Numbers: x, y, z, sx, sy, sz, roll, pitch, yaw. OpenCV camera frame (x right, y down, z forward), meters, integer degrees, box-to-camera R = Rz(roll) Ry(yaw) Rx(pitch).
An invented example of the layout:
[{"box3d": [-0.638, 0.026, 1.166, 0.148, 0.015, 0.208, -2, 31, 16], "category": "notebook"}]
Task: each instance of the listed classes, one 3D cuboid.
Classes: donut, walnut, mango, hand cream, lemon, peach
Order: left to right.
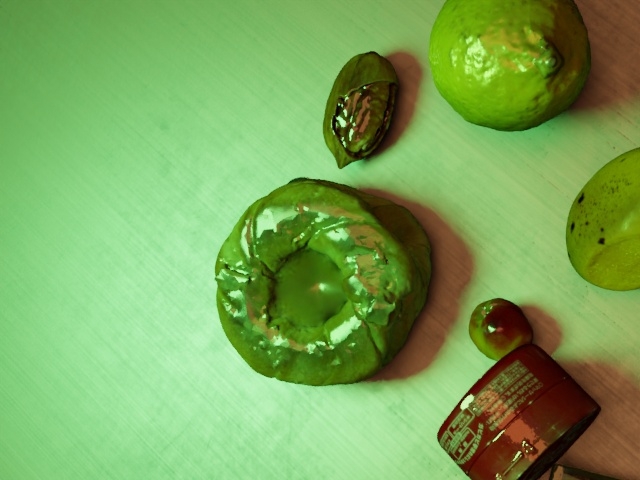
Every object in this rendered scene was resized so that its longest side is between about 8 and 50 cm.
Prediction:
[{"box3d": [0.005, 0.067, 1.953, 0.360, 0.170, 0.360, 2, 95, 17], "category": "donut"}, {"box3d": [0.064, -0.218, 2.005, 0.115, 0.116, 0.207, 20, 90, 20], "category": "walnut"}, {"box3d": [0.288, 0.146, 1.894, 0.100, 0.100, 0.101, -2, 83, 19], "category": "peach"}, {"box3d": [0.292, -0.293, 1.844, 0.253, 0.310, 0.254, -2, 105, -8], "category": "lemon"}, {"box3d": [0.297, 0.278, 1.803, 0.149, 0.230, 0.230, 44, 98, 19], "category": "hand cream"}, {"box3d": [0.478, -0.046, 1.771, 0.159, 0.290, 0.191, 24, 60, -9], "category": "mango"}]

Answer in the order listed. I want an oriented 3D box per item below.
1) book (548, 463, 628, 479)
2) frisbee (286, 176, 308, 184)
[{"box3d": [0.417, 0.500, 1.805, 0.201, 0.026, 0.290, 15, 87, 0], "category": "book"}, {"box3d": [0.000, 0.000, 2.050, 0.187, 0.012, 0.211, 8, 86, 19], "category": "frisbee"}]
